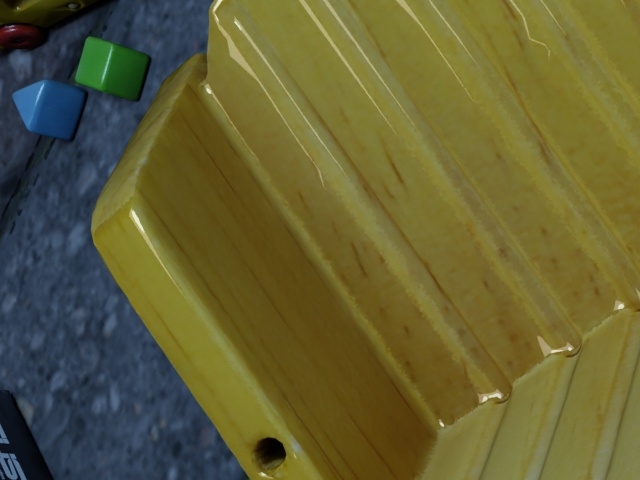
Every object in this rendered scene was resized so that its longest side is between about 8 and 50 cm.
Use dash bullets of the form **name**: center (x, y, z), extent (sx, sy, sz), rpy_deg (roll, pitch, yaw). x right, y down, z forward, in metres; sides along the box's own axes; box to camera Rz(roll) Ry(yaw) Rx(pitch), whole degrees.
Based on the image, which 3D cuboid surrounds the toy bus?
- **toy bus**: center (-0.162, -0.177, 0.962), extent (0.191, 0.104, 0.202), rpy_deg (39, 108, 40)

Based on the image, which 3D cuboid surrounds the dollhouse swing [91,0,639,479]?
- **dollhouse swing**: center (0.059, -0.012, 0.556), extent (0.347, 0.305, 0.315), rpy_deg (-37, 85, 31)

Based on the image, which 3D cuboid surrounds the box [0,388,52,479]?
- **box**: center (-0.220, 0.245, 0.955), extent (0.270, 0.060, 0.216), rpy_deg (-51, 51, 22)
